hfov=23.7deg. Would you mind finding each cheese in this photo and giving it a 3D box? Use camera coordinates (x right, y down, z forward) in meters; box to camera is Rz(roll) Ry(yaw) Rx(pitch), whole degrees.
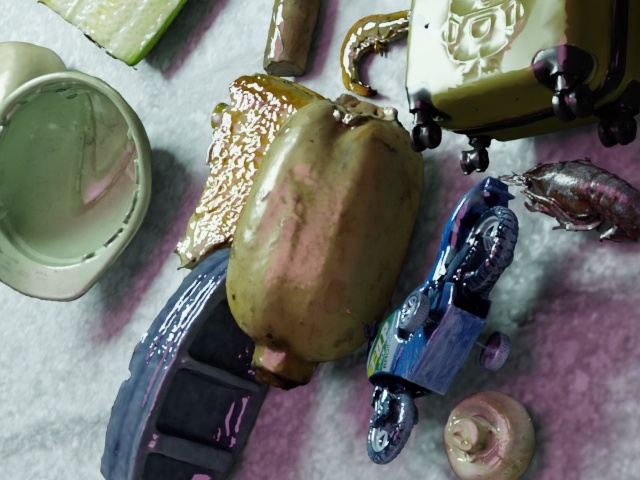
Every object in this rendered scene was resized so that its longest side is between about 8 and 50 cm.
[{"bbox_3d":[-0.415,-0.158,1.911,0.235,0.117,0.218,-48,45,14],"label":"cheese"}]

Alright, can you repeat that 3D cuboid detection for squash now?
[{"bbox_3d":[-0.195,-0.361,1.776,0.203,0.111,0.289,37,106,14],"label":"squash"}]

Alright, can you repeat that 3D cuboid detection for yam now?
[{"bbox_3d":[-0.015,-0.289,1.623,0.057,0.057,0.241,1,76,45],"label":"yam"}]

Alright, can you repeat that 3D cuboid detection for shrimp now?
[{"bbox_3d":[0.066,-0.191,1.518,0.127,0.025,0.091,-20,60,43],"label":"shrimp"},{"bbox_3d":[0.212,-0.037,1.288,0.056,0.065,0.165,-43,33,-21],"label":"shrimp"}]

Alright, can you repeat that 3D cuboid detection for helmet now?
[{"bbox_3d":[-0.274,-0.069,1.722,0.204,0.137,0.257,28,105,8],"label":"helmet"}]

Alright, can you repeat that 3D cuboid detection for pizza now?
[{"bbox_3d":[-0.060,-0.067,1.562,0.147,0.069,0.226,3,71,29],"label":"pizza"}]

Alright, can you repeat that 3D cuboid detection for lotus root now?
[{"bbox_3d":[0.000,0.000,1.411,0.160,0.146,0.284,14,84,37],"label":"lotus root"}]

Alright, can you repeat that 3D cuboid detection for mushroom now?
[{"bbox_3d":[0.138,0.165,1.267,0.083,0.067,0.083,-13,68,34],"label":"mushroom"}]

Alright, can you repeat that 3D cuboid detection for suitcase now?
[{"bbox_3d":[0.183,-0.186,1.315,0.194,0.143,0.235,-11,67,42],"label":"suitcase"}]

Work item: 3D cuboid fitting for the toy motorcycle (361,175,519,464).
[{"bbox_3d":[0.098,0.067,1.308,0.254,0.092,0.135,-62,17,15],"label":"toy motorcycle"}]

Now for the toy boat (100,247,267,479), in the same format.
[{"bbox_3d":[-0.115,0.132,1.488,0.078,0.127,0.283,17,83,52],"label":"toy boat"}]
